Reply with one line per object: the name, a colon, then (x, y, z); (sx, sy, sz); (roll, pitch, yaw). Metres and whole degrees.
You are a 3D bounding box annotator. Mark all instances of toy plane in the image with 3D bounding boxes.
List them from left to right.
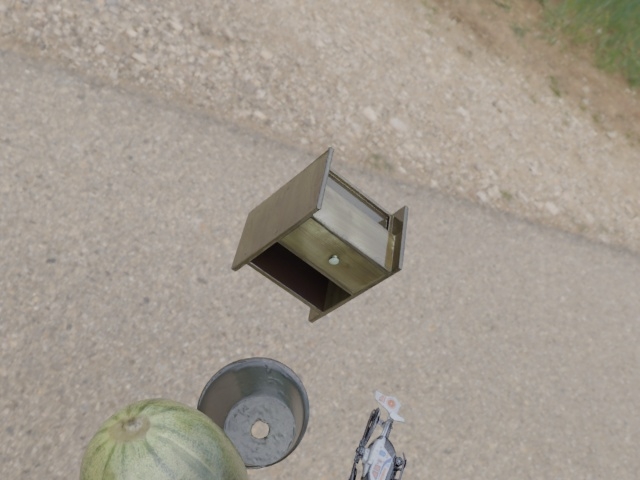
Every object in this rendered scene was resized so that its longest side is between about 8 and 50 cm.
toy plane: (0.099, 0.344, 1.139); (0.078, 0.053, 0.197); (28, 54, -6)

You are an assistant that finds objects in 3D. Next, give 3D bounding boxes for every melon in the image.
melon: (-0.234, 0.382, 1.054); (0.249, 0.329, 0.248); (-6, 40, 5)

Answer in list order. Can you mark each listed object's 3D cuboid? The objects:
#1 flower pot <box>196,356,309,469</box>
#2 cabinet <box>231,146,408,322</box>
flower pot: (-0.142, 0.407, 1.563); (0.269, 0.166, 0.268); (0, 90, -13)
cabinet: (0.000, 0.000, 1.103); (0.175, 0.215, 0.148); (36, 41, -24)
